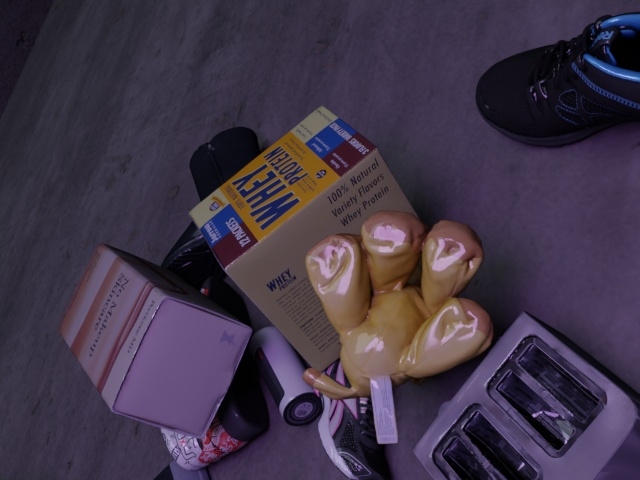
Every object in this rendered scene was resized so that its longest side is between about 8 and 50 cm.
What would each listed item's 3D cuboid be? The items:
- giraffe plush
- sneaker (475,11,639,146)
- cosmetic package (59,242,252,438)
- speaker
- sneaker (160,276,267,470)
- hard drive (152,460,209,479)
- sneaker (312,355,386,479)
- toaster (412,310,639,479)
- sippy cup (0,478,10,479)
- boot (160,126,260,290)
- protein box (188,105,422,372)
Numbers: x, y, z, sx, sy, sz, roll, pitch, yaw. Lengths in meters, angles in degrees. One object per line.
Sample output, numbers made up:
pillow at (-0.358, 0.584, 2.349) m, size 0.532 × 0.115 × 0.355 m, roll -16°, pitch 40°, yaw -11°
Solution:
giraffe plush at (0.087, 0.081, 0.743) m, size 0.181 × 0.170 × 0.210 m, roll 9°, pitch 90°, yaw 18°
sneaker at (0.281, -0.174, 0.738) m, size 0.341 × 0.140 × 0.125 m, roll 9°, pitch 74°, yaw 52°
cosmetic package at (-0.228, 0.118, 0.968) m, size 0.296 × 0.129 × 0.153 m, roll 19°, pitch 84°, yaw 57°
speaker at (-0.045, 0.169, 0.937) m, size 0.055 × 0.055 × 0.136 m, roll -50°, pitch 38°, yaw 11°
sneaker at (-0.166, 0.183, 1.032) m, size 0.145 × 0.090 × 0.270 m, roll -39°, pitch 44°, yaw 20°
hard drive at (-0.192, 0.414, 0.929) m, size 0.172 × 0.054 × 0.254 m, roll -45°, pitch 39°, yaw 17°
sneaker at (0.041, 0.184, 0.816) m, size 0.077 × 0.072 × 0.178 m, roll -41°, pitch 41°, yaw 19°
toaster at (0.190, 0.176, 0.622) m, size 0.168 × 0.110 × 0.185 m, roll -53°, pitch 38°, yaw 8°
sippy cup at (-0.459, 0.504, 1.027) m, size 0.240 × 0.224 × 0.305 m, roll -2°, pitch 64°, yaw 48°
boot at (-0.177, -0.053, 1.200) m, size 0.246 × 0.094 × 0.207 m, roll -40°, pitch 44°, yaw 13°
protein box at (0.000, 0.000, 0.843) m, size 0.200 × 0.201 × 0.136 m, roll -39°, pitch 39°, yaw -2°
